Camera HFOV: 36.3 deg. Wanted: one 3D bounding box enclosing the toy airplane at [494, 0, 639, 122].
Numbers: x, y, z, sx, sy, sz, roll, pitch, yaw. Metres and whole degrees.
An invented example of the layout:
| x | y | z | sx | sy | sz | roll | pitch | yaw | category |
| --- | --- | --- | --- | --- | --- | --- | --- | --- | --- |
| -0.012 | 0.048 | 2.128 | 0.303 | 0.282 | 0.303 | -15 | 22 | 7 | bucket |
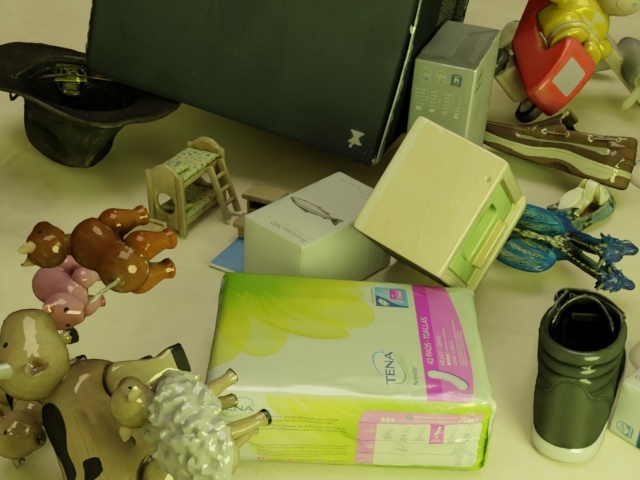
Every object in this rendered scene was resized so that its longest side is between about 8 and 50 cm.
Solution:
| x | y | z | sx | sy | sz | roll | pitch | yaw | category |
| --- | --- | --- | --- | --- | --- | --- | --- | --- | --- |
| 0.451 | -0.409 | 1.704 | 0.386 | 0.384 | 0.272 | -8 | -8 | -44 | toy airplane |

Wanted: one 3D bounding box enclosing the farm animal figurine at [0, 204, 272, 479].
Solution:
| x | y | z | sx | sy | sz | roll | pitch | yaw | category |
| --- | --- | --- | --- | --- | --- | --- | --- | --- | --- |
| -0.227 | 0.143 | 0.907 | 0.172 | 0.330 | 0.327 | -19 | 67 | -37 | farm animal figurine |

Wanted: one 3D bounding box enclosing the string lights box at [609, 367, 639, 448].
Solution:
| x | y | z | sx | sy | sz | roll | pitch | yaw | category |
| --- | --- | --- | --- | --- | --- | --- | --- | --- | --- |
| 0.449 | 0.208 | 1.002 | 0.133 | 0.077 | 0.259 | -24 | 42 | -37 | string lights box |

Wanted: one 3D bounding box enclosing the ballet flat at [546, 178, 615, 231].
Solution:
| x | y | z | sx | sy | sz | roll | pitch | yaw | category |
| --- | --- | --- | --- | --- | --- | --- | --- | --- | --- |
| 0.383 | -0.054 | 1.425 | 0.070 | 0.070 | 0.188 | 24 | 37 | 29 | ballet flat |

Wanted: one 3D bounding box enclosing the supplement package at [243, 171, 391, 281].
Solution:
| x | y | z | sx | sy | sz | roll | pitch | yaw | category |
| --- | --- | --- | --- | --- | --- | --- | --- | --- | --- |
| 0.000 | 0.000 | 1.255 | 0.105 | 0.105 | 0.179 | 29 | 40 | 33 | supplement package |

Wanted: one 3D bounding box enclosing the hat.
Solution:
| x | y | z | sx | sy | sz | roll | pitch | yaw | category |
| --- | --- | --- | --- | --- | --- | --- | --- | --- | --- |
| -0.375 | -0.192 | 1.485 | 0.331 | 0.134 | 0.331 | 13 | 23 | -6 | hat |

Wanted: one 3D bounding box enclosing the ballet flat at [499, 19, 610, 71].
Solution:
| x | y | z | sx | sy | sz | roll | pitch | yaw | category |
| --- | --- | --- | --- | --- | --- | --- | --- | --- | --- |
| 0.468 | -0.368 | 1.937 | 0.248 | 0.086 | 0.086 | 19 | 35 | 25 | ballet flat |

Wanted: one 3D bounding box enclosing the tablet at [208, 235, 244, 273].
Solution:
| x | y | z | sx | sy | sz | roll | pitch | yaw | category |
| --- | --- | --- | --- | --- | --- | --- | --- | --- | --- |
| -0.105 | 0.020 | 1.304 | 0.054 | 0.006 | 0.083 | 18 | 35 | 21 | tablet |

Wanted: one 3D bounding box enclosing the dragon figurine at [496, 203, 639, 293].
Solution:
| x | y | z | sx | sy | sz | roll | pitch | yaw | category |
| --- | --- | --- | --- | --- | --- | --- | --- | --- | --- |
| 0.274 | -0.009 | 1.285 | 0.289 | 0.085 | 0.144 | 16 | 13 | 5 | dragon figurine |

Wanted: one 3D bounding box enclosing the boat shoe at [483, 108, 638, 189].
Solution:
| x | y | z | sx | sy | sz | roll | pitch | yaw | category |
| --- | --- | --- | --- | --- | --- | --- | --- | --- | --- |
| 0.376 | -0.160 | 1.537 | 0.257 | 0.095 | 0.095 | 22 | 9 | 29 | boat shoe |

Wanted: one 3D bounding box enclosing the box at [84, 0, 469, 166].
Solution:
| x | y | z | sx | sy | sz | roll | pitch | yaw | category |
| --- | --- | --- | --- | --- | --- | --- | --- | --- | --- |
| -0.038 | -0.381 | 1.564 | 0.480 | 0.297 | 0.472 | 19 | 28 | 10 | box |

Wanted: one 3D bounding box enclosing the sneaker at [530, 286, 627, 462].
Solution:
| x | y | z | sx | sy | sz | roll | pitch | yaw | category |
| --- | --- | --- | --- | --- | --- | --- | --- | --- | --- |
| 0.300 | 0.100 | 1.093 | 0.104 | 0.147 | 0.296 | 11 | 31 | 15 | sneaker |

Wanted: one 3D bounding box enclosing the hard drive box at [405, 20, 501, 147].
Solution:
| x | y | z | sx | sy | sz | roll | pitch | yaw | category |
| --- | --- | --- | --- | --- | --- | --- | --- | --- | --- |
| 0.193 | -0.183 | 1.451 | 0.089 | 0.232 | 0.181 | 14 | 33 | 16 | hard drive box |

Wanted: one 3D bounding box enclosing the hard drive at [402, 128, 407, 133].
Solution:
| x | y | z | sx | sy | sz | roll | pitch | yaw | category |
| --- | --- | --- | --- | --- | --- | --- | --- | --- | --- |
| 0.130 | -0.228 | 1.711 | 0.094 | 0.022 | 0.135 | -16 | 38 | -29 | hard drive |

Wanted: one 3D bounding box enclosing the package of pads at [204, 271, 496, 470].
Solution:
| x | y | z | sx | sy | sz | roll | pitch | yaw | category |
| --- | --- | --- | --- | --- | --- | --- | --- | --- | --- |
| 0.029 | 0.137 | 1.046 | 0.296 | 0.101 | 0.229 | 3 | 31 | -1 | package of pads |

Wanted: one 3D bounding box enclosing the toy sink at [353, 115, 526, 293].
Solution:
| x | y | z | sx | sy | sz | roll | pitch | yaw | category |
| --- | --- | --- | --- | --- | --- | --- | --- | --- | --- |
| 0.159 | -0.027 | 1.199 | 0.131 | 0.153 | 0.234 | 31 | -2 | 20 | toy sink |

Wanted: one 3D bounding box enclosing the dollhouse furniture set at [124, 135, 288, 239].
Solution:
| x | y | z | sx | sy | sz | roll | pitch | yaw | category |
| --- | --- | --- | --- | --- | --- | --- | --- | --- | --- |
| -0.155 | -0.051 | 1.312 | 0.161 | 0.101 | 0.182 | 14 | 33 | 22 | dollhouse furniture set |
